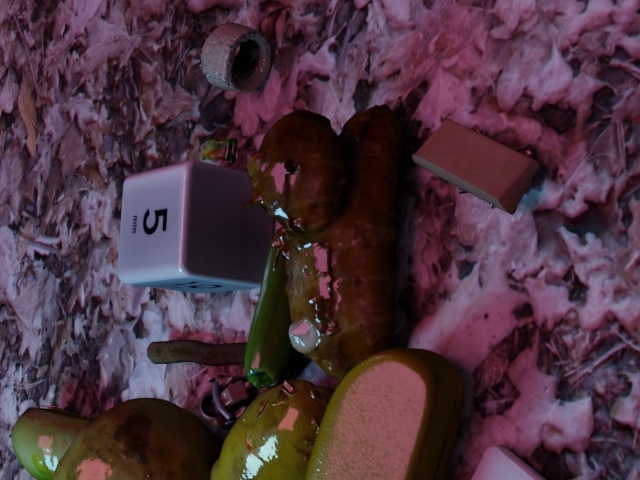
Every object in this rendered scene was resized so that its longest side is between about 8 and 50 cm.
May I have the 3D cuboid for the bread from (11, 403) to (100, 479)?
[{"bbox_3d":[-0.515,0.409,2.117,0.260,0.156,0.158,5,84,48],"label":"bread"}]

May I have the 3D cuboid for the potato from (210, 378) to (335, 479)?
[{"bbox_3d":[-0.064,0.323,1.661,0.173,0.140,0.300,54,126,30],"label":"potato"}]

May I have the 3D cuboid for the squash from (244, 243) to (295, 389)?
[{"bbox_3d":[-0.058,0.095,1.695,0.082,0.082,0.293,-27,40,41],"label":"squash"}]

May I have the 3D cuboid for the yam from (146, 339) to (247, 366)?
[{"bbox_3d":[-0.190,0.195,1.896,0.326,0.045,0.045,-7,111,45],"label":"yam"}]

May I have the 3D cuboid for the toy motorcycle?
[{"bbox_3d":[-0.116,0.243,1.748,0.212,0.118,0.084,-48,51,30],"label":"toy motorcycle"}]

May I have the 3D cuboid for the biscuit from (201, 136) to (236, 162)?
[{"bbox_3d":[-0.186,-0.166,1.983,0.089,0.016,0.046,8,88,48],"label":"biscuit"}]

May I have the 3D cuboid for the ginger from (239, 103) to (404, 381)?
[{"bbox_3d":[0.000,0.000,1.593,0.176,0.254,0.419,179,93,-69],"label":"ginger"}]

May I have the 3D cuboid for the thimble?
[{"bbox_3d":[-0.149,-0.322,1.911,0.090,0.102,0.115,27,77,46],"label":"thimble"}]

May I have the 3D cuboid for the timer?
[{"bbox_3d":[-0.212,-0.017,1.849,0.195,0.192,0.194,-6,77,46],"label":"timer"}]

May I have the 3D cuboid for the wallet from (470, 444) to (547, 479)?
[{"bbox_3d":[0.266,0.343,1.380,0.190,0.033,0.095,35,109,46],"label":"wallet"}]

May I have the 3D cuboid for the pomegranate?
[{"bbox_3d":[-0.301,0.398,1.805,0.281,0.281,0.281,-12,73,45],"label":"pomegranate"}]

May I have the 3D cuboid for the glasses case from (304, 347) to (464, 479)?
[{"bbox_3d":[0.081,0.324,1.504,0.173,0.141,0.371,19,97,31],"label":"glasses case"}]

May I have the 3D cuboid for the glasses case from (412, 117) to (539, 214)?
[{"bbox_3d":[0.229,-0.104,1.499,0.102,0.070,0.193,-48,42,-7],"label":"glasses case"}]
